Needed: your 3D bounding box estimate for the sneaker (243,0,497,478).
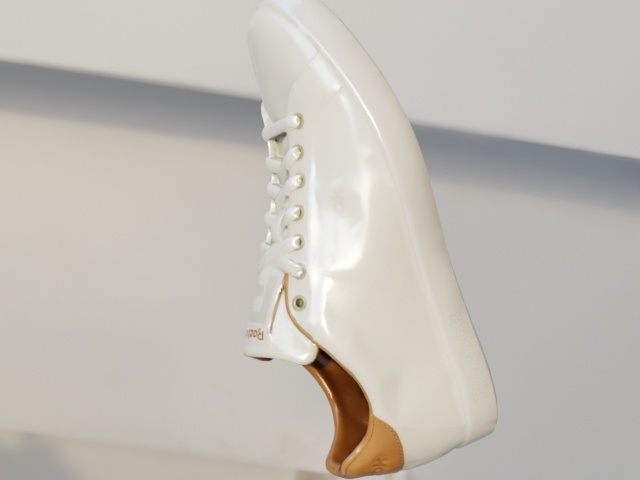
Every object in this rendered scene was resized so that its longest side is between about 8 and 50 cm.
[{"bbox_3d":[0.000,0.000,0.786,0.290,0.123,0.106,69,161,-1],"label":"sneaker"}]
